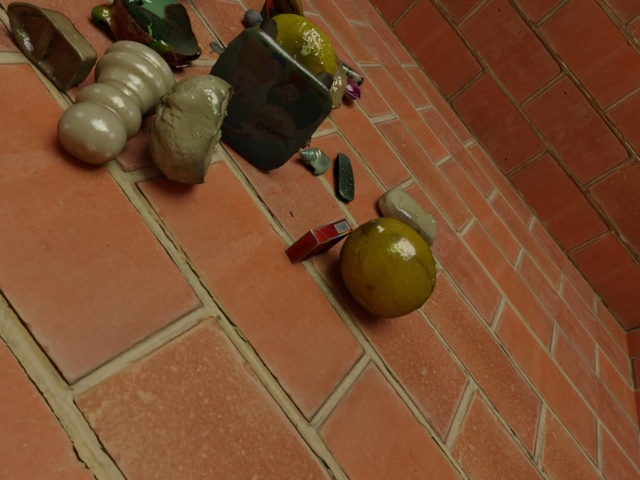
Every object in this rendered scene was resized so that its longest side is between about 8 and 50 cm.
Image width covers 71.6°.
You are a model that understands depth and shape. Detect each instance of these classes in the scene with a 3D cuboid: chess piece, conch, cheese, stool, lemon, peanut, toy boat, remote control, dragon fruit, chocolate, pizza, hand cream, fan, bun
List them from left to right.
[{"bbox_3d":[-0.577,-0.427,0.952,0.188,0.116,0.061,49,31,-8],"label":"toy boat"},{"bbox_3d":[-0.444,-0.288,0.949,0.167,0.167,0.299,34,43,-23],"label":"chess piece"},{"bbox_3d":[-0.459,-0.589,1.218,0.295,0.130,0.268,-5,68,-50],"label":"dragon fruit"},{"bbox_3d":[-0.300,-0.256,1.004,0.152,0.259,0.259,16,46,-15],"label":"bun"},{"bbox_3d":[-0.348,-0.635,1.474,0.056,0.004,0.083,41,37,-16],"label":"fan"},{"bbox_3d":[-0.238,-0.810,1.692,0.072,0.072,0.166,-13,67,-52],"label":"chocolate"},{"bbox_3d":[-0.151,-0.410,1.257,0.310,0.310,0.226,38,29,-19],"label":"stool"},{"bbox_3d":[-0.160,-0.804,1.765,0.136,0.079,0.391,-4,63,-46],"label":"toy boat"},{"bbox_3d":[-0.119,-0.914,1.859,0.287,0.074,0.251,48,-16,55],"label":"pizza"},{"bbox_3d":[-0.094,-0.632,1.529,0.322,0.268,0.268,39,37,-25],"label":"lemon"},{"bbox_3d":[-0.015,-0.267,1.465,0.180,0.065,0.088,2,57,-54],"label":"conch"},{"bbox_3d":[0.024,-0.658,1.792,0.154,0.140,0.324,6,57,-22],"label":"peanut"},{"bbox_3d":[0.084,-0.809,2.060,0.276,0.059,0.095,26,40,-24],"label":"hand cream"},{"bbox_3d":[0.099,-0.696,1.969,0.155,0.062,0.244,1,45,-50],"label":"cheese"},{"bbox_3d":[0.082,-0.223,1.553,0.072,0.042,0.221,27,44,-30],"label":"remote control"},{"bbox_3d":[0.182,0.068,1.215,0.310,0.258,0.257,59,28,-33],"label":"lemon"},{"bbox_3d":[0.326,-0.086,1.658,0.263,0.093,0.159,40,34,-13],"label":"cheese"}]

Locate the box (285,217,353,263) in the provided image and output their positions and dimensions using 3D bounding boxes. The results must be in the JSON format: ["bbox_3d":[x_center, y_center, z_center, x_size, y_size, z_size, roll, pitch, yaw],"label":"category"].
[{"bbox_3d":[0.000,0.001,1.208,0.175,0.112,0.048,-21,76,-52],"label":"box"}]

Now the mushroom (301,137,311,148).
[{"bbox_3d":[-0.084,-0.400,1.497,0.094,0.072,0.209,4,51,-13],"label":"mushroom"}]
